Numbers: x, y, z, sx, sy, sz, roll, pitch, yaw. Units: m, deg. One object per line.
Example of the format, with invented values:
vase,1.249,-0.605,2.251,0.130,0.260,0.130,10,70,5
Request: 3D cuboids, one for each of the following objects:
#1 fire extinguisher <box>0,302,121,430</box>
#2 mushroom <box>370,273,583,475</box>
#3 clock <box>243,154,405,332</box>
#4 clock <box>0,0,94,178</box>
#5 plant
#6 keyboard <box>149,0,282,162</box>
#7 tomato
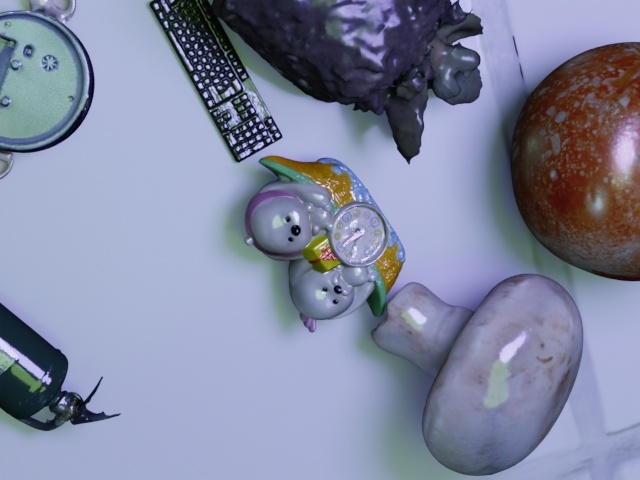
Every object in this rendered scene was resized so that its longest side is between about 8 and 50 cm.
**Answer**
fire extinguisher,-0.352,0.120,1.591,0.294,0.093,0.118,42,113,-15
mushroom,0.174,0.135,1.669,0.244,0.243,0.243,-2,98,-13
clock,0.000,0.000,1.649,0.144,0.103,0.231,-38,105,-14
clock,-0.321,-0.171,1.570,0.156,0.063,0.229,23,91,-16
plant,0.056,-0.238,1.572,0.312,0.213,0.215,38,86,-14
keyboard,-0.116,-0.189,1.641,0.061,0.013,0.204,-30,103,-7
tomato,0.333,-0.090,1.655,0.270,0.223,0.270,-14,113,-35
